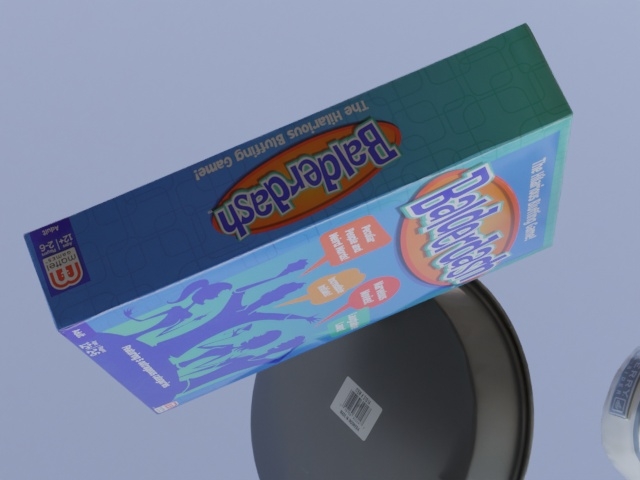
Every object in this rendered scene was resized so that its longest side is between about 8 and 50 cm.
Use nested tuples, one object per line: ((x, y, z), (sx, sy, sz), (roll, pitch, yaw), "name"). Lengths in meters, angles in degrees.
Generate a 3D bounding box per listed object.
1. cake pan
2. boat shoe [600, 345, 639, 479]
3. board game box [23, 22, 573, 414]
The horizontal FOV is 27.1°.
((0.046, 0.150, 1.139), (0.054, 0.293, 0.293), (11, -125, -47), "cake pan")
((0.210, 0.121, 0.603), (0.227, 0.081, 0.079), (39, -104, -40), "boat shoe")
((0.000, 0.000, 0.571), (0.210, 0.160, 0.047), (-24, -110, 0), "board game box")
